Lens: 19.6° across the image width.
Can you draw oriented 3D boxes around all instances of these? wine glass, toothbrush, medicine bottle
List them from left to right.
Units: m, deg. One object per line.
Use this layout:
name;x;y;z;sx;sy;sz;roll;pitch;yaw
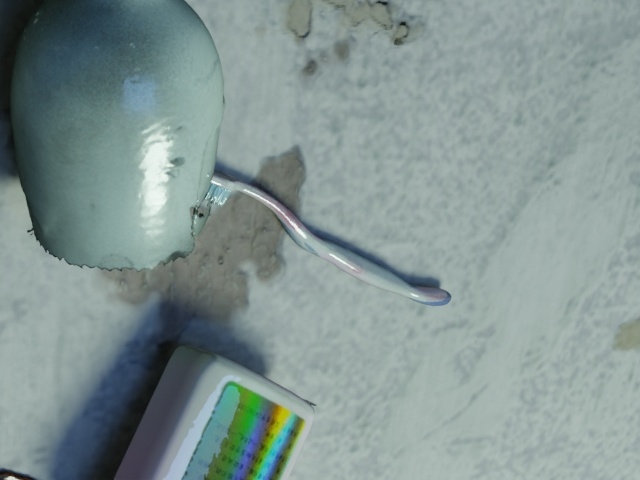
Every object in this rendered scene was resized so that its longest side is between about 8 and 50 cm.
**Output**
wine glass;-0.122;-0.139;1.114;0.143;0.143;0.321;-12;127;-29
medicine bottle;-0.094;0.191;1.294;0.115;0.078;0.219;33;78;-40
toothbrush;0.000;0.000;1.339;0.269;0.021;0.027;27;105;-36

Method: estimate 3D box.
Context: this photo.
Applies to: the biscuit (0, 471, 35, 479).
biscuit;-0.230;0.293;1.299;0.172;0.029;0.254;29;91;-36
